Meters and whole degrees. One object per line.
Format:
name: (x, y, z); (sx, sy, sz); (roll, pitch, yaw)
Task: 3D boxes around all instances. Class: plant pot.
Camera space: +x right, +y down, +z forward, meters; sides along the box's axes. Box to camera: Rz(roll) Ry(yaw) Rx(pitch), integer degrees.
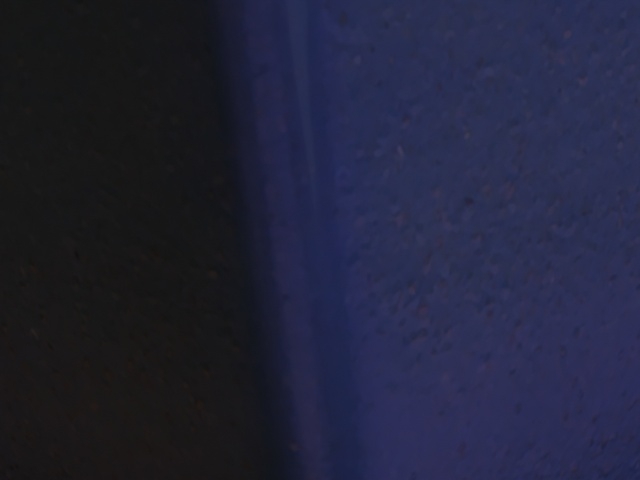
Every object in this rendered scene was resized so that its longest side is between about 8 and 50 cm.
plant pot: (0.000, 0.000, 0.483); (0.247, 0.247, 0.252); (-16, 105, -42)
